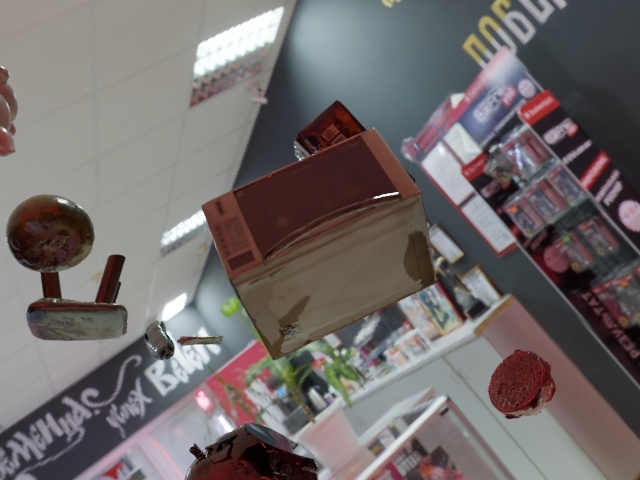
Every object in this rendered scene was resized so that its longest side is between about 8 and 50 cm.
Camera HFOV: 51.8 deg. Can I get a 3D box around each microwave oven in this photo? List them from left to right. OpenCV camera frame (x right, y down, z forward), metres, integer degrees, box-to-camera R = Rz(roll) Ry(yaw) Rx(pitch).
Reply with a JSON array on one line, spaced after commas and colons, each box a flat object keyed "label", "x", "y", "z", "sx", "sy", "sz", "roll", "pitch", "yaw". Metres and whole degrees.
[{"label": "microwave oven", "x": 0.000, "y": 0.000, "z": 1.365, "sx": 0.394, "sy": 0.247, "sz": 0.333, "roll": -25, "pitch": -43, "yaw": -5}]

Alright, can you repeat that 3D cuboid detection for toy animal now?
[{"label": "toy animal", "x": -0.526, "y": -0.187, "z": 1.000, "sx": 0.124, "sy": 0.124, "sz": 0.213, "roll": -41, "pitch": 33, "yaw": 9}]

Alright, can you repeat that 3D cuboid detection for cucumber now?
[{"label": "cucumber", "x": -0.354, "y": 0.218, "z": 1.443, "sx": 0.056, "sy": 0.056, "sz": 0.284, "roll": -38, "pitch": 14, "yaw": -12}]

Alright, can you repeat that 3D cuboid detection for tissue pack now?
[{"label": "tissue pack", "x": 0.098, "y": -0.233, "z": 2.057, "sx": 0.210, "sy": 0.370, "sz": 0.198, "roll": -41, "pitch": -9, "yaw": -2}]

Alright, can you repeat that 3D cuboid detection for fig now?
[{"label": "fig", "x": -0.616, "y": -0.018, "z": 1.489, "sx": 0.181, "sy": 0.191, "sz": 0.181, "roll": -21, "pitch": -59, "yaw": -39}]

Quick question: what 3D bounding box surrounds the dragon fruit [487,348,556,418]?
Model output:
[{"label": "dragon fruit", "x": 0.448, "y": 0.321, "z": 1.395, "sx": 0.153, "sy": 0.110, "sz": 0.153, "roll": -45, "pitch": 25, "yaw": 28}]

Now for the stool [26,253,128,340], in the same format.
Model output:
[{"label": "stool", "x": -0.798, "y": 0.190, "z": 2.188, "sx": 0.310, "sy": 0.226, "sz": 0.310, "roll": 3, "pitch": -26, "yaw": -18}]

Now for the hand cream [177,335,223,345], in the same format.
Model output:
[{"label": "hand cream", "x": -0.436, "y": 0.363, "z": 2.382, "sx": 0.165, "sy": 0.037, "sz": 0.057, "roll": 3, "pitch": -42, "yaw": -22}]

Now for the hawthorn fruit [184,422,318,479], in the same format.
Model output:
[{"label": "hawthorn fruit", "x": -0.142, "y": 0.547, "z": 1.403, "sx": 0.316, "sy": 0.316, "sz": 0.316, "roll": -39, "pitch": -8, "yaw": -6}]
